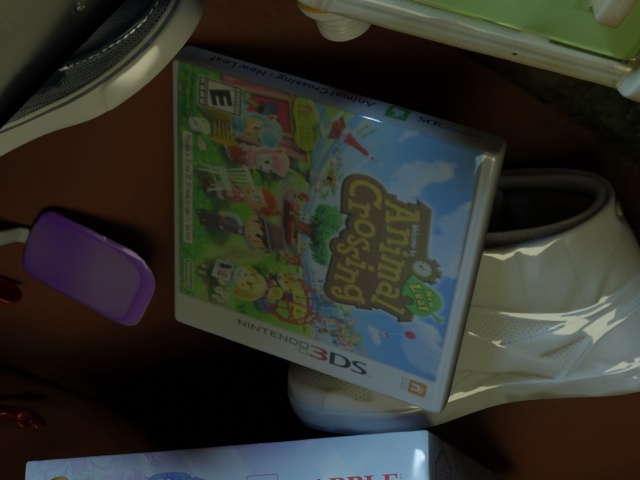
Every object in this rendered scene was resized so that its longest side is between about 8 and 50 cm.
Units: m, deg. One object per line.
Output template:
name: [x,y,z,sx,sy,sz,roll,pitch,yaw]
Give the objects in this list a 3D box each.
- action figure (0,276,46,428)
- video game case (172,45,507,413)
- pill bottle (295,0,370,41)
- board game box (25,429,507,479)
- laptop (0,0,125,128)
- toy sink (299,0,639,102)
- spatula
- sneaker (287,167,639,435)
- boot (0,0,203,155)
action figure: [-0.268,0.148,0.942,0.139,0.091,0.280,28,137,-11]
video game case: [0.000,0.000,0.711,0.193,0.023,0.212,18,133,13]
pill bottle: [0.003,-0.141,0.594,0.043,0.043,0.083,-8,141,13]
board game box: [-0.021,0.223,0.966,0.319,0.065,0.318,-8,159,19]
laptop: [-0.295,-0.201,0.512,0.408,0.236,0.382,-44,120,9]
toy sink: [0.123,-0.159,0.491,0.234,0.131,0.152,13,142,-14]
spatula: [-0.255,-0.008,0.793,0.297,0.030,0.084,16,139,-17]
sneaker: [0.078,0.034,0.789,0.293,0.108,0.169,-15,125,27]
boot: [-0.158,-0.106,0.628,0.190,0.069,0.086,-22,130,30]
